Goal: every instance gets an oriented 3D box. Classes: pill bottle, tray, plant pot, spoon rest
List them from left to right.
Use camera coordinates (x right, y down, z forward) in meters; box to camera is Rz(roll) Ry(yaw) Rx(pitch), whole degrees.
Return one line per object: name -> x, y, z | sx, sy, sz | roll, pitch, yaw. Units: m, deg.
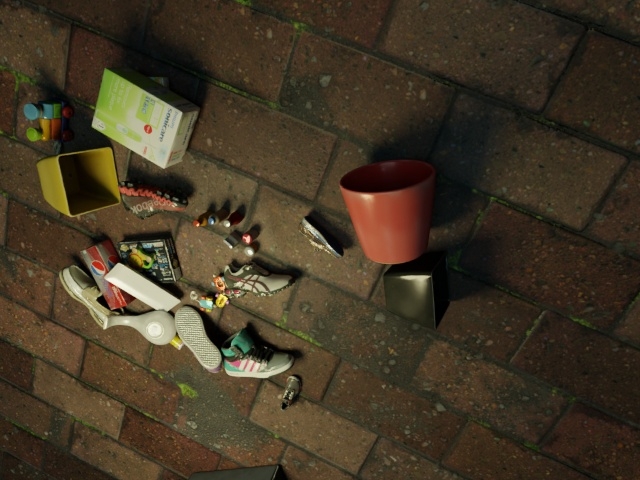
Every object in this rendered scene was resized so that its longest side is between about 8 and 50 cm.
plant pot -> -0.882, -0.221, 1.640 | 0.187, 0.212, 0.212 | 9, 112, 27
spoon rest -> -0.710, 0.337, 1.823 | 0.276, 0.084, 0.137 | 10, 94, -2
tray -> -0.678, 0.180, 1.756 | 0.270, 0.030, 0.145 | 38, 130, -23
pill bottle -> -0.590, 0.402, 1.852 | 0.083, 0.043, 0.043 | 36, 115, 1
plant pot -> 0.208, -0.082, 1.348 | 0.275, 0.275, 0.243 | -3, 118, 17
plant pot -> 0.300, 0.148, 1.438 | 0.167, 0.187, 0.188 | 1, 109, 30

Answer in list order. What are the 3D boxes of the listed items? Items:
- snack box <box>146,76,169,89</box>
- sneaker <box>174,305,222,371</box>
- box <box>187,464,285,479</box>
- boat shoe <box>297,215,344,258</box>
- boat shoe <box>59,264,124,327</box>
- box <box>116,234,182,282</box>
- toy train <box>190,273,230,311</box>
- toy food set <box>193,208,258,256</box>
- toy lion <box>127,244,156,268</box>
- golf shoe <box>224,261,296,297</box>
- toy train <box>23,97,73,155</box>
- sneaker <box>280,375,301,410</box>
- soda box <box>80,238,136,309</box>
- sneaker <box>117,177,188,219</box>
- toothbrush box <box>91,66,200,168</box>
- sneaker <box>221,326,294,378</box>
snack box -> -0.556, -0.475, 1.535 | 0.100, 0.037, 0.141 | 5, 111, 13
sneaker -> -0.477, 0.398, 1.789 | 0.282, 0.102, 0.161 | 55, 161, 20
box -> -0.342, 1.265, 1.947 | 0.480, 0.297, 0.471 | -16, 105, 21
boat shoe -> 0.000, 0.000, 1.533 | 0.183, 0.066, 0.066 | 46, 120, 8
boat shoe -> -0.913, 0.213, 1.849 | 0.103, 0.113, 0.302 | -26, 112, 19
box -> -0.655, 0.076, 1.752 | 0.220, 0.051, 0.175 | -5, 108, 18
toy train -> -0.402, 0.197, 1.727 | 0.166, 0.046, 0.125 | -29, 98, 20
toy food set -> -0.317, -0.031, 1.586 | 0.232, 0.104, 0.111 | 41, 115, -1
toy lion -> -0.673, 0.071, 1.712 | 0.100, 0.034, 0.096 | 30, 121, 4
golf shoe -> -0.224, 0.136, 1.623 | 0.273, 0.105, 0.120 | -6, 100, 18
toy train -> -0.981, -0.378, 1.635 | 0.105, 0.143, 0.248 | 19, 113, 10
sneaker -> -0.119, 0.600, 1.773 | 0.061, 0.065, 0.157 | 19, 113, 9
soda box -> -0.829, 0.135, 1.806 | 0.092, 0.083, 0.263 | -17, 104, 22
sneaker -> -0.596, -0.133, 1.636 | 0.276, 0.097, 0.135 | 13, 112, 14
toothbrush box -> -0.565, -0.399, 1.480 | 0.283, 0.122, 0.206 | 30, 117, 1
sneaker -> -0.254, 0.412, 1.722 | 0.296, 0.124, 0.178 | -9, 116, 20
